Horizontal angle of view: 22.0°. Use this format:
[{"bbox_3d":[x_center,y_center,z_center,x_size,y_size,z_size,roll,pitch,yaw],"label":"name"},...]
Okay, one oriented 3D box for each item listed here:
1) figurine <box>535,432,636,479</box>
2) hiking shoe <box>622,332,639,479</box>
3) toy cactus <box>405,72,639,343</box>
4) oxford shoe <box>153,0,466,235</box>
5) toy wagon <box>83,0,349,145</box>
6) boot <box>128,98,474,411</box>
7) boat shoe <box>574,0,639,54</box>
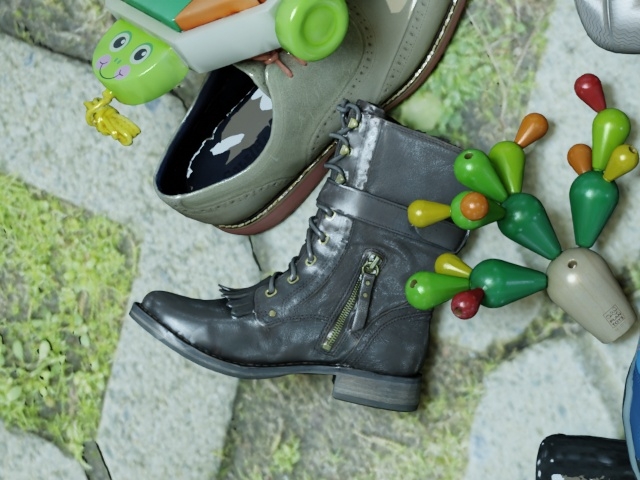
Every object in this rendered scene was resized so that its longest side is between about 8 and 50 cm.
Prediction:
[{"bbox_3d":[0.269,0.245,1.185,0.209,0.092,0.214,-4,87,20],"label":"figurine"},{"bbox_3d":[0.261,0.061,1.126,0.113,0.132,0.304,-2,70,13],"label":"hiking shoe"},{"bbox_3d":[0.172,-0.004,1.224,0.219,0.112,0.180,-43,95,-17],"label":"toy cactus"},{"bbox_3d":[-0.001,-0.146,1.299,0.123,0.130,0.348,40,103,21],"label":"oxford shoe"},{"bbox_3d":[-0.065,-0.220,1.271,0.344,0.068,0.267,-47,42,-9],"label":"toy wagon"},{"bbox_3d":[0.000,0.000,1.285,0.263,0.091,0.229,14,95,-10],"label":"boot"},{"bbox_3d":[0.266,-0.300,1.191,0.132,0.130,0.355,11,86,21],"label":"boat shoe"}]
